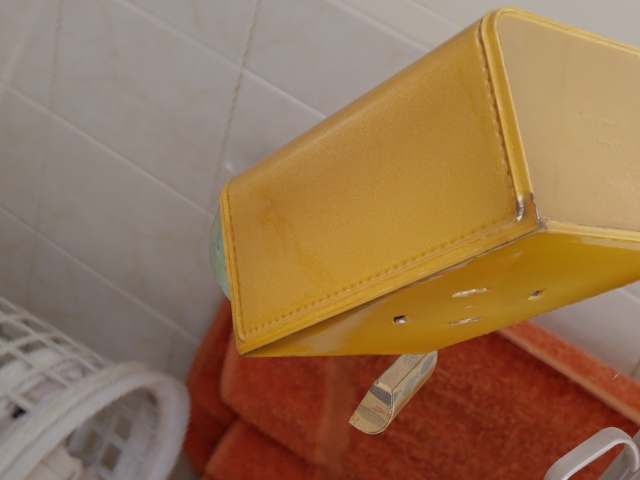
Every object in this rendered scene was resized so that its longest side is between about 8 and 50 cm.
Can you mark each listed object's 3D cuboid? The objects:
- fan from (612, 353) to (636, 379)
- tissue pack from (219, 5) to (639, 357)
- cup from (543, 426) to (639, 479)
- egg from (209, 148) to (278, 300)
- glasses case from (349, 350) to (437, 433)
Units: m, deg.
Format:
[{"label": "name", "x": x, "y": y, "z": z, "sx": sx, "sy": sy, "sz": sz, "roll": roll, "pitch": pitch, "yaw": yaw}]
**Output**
[{"label": "fan", "x": 0.541, "y": 0.105, "z": 1.584, "sx": 0.310, "sy": 0.010, "sz": 0.182, "roll": -55, "pitch": 176, "yaw": 22}, {"label": "tissue pack", "x": 0.089, "y": -0.020, "z": 0.699, "sx": 0.194, "sy": 0.145, "sz": 0.274, "roll": 7, "pitch": 157, "yaw": -40}, {"label": "cup", "x": 0.482, "y": 0.405, "z": 1.514, "sx": 0.273, "sy": 0.208, "sz": 0.288, "roll": -50, "pitch": 135, "yaw": 5}, {"label": "egg", "x": 0.000, "y": 0.000, "z": 1.767, "sx": 0.428, "sy": 0.345, "sz": 0.345, "roll": -22, "pitch": -174, "yaw": 34}, {"label": "glasses case", "x": 0.092, "y": 0.167, "z": 1.198, "sx": 0.064, "sy": 0.041, "sz": 0.170, "roll": -60, "pitch": 167, "yaw": 22}]
